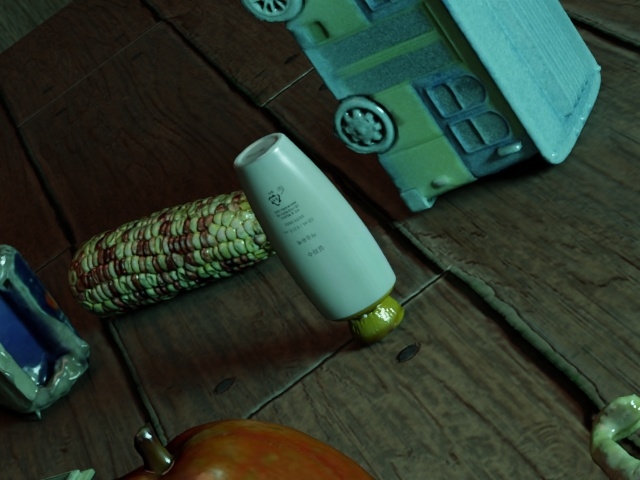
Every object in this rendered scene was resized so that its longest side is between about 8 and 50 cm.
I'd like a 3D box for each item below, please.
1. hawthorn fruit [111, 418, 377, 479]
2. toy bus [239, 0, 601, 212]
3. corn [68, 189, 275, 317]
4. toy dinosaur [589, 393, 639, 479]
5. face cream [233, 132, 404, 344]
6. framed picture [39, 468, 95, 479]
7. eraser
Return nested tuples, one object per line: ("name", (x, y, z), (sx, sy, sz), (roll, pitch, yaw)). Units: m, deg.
("hawthorn fruit", (-0.045, 0.185, 1.137), (0.185, 0.202, 0.185), (-38, 14, 12))
("toy bus", (0.078, -0.195, 1.602), (0.190, 0.312, 0.152), (-19, 26, 36))
("corn", (-0.134, 0.008, 1.817), (0.253, 0.086, 0.086), (-19, 26, 35))
("toy dinosaur", (0.178, 0.161, 1.021), (0.251, 0.072, 0.200), (-30, 19, 21))
("face cream", (0.000, 0.000, 1.487), (0.072, 0.182, 0.051), (-28, 22, 19))
("framed picture", (-0.345, 0.294, 1.619), (0.296, 0.019, 0.232), (-20, 26, 36))
("eraser", (-0.349, 0.081, 1.901), (0.101, 0.155, 0.332), (-41, 20, -21))
